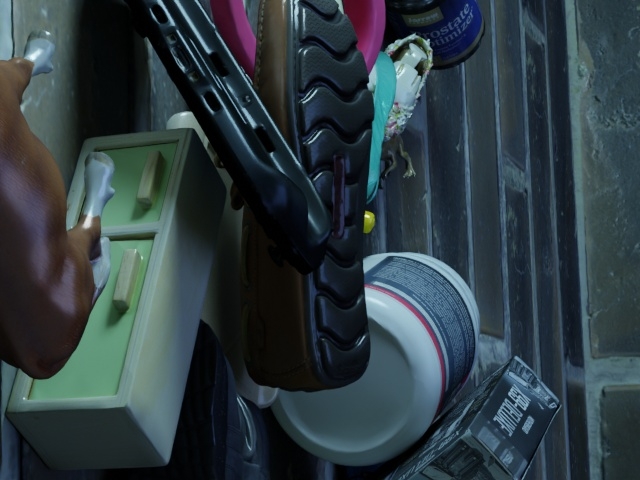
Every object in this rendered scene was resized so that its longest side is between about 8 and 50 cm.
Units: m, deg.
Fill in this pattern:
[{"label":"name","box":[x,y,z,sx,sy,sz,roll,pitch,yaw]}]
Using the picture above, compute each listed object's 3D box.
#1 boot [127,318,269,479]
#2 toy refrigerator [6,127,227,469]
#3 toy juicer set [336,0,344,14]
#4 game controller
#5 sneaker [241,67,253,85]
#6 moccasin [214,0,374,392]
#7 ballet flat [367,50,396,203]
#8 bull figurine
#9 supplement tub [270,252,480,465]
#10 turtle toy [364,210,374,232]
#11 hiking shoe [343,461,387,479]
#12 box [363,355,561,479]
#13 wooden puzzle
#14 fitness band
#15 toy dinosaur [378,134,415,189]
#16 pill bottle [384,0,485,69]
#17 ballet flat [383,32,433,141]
[{"label":"boot","box":[-0.099,0.253,1.442,0.223,0.118,0.338,65,30,-56]},{"label":"toy refrigerator","box":[-0.156,0.040,1.331,0.094,0.102,0.270,64,29,-47]},{"label":"toy juicer set","box":[-0.017,-0.343,1.901,0.209,0.089,0.329,-102,-171,-71]},{"label":"game controller","box":[-0.092,-0.115,1.409,0.319,0.067,0.166,58,10,25]},{"label":"sneaker","box":[-0.090,-0.131,1.669,0.065,0.061,0.158,-110,-179,-46]},{"label":"moccasin","box":[-0.029,-0.050,1.585,0.139,0.147,0.380,-11,98,-51]},{"label":"ballet flat","box":[0.039,-0.155,2.006,0.087,0.083,0.247,47,38,-41]},{"label":"bull figurine","box":[-0.226,-0.058,1.144,0.188,0.101,0.310,-69,148,-56]},{"label":"supplement tub","box":[0.064,0.120,1.835,0.272,0.191,0.191,-31,115,-69]},{"label":"turtle toy","box":[0.000,0.000,1.850,0.130,0.095,0.066,-48,152,-65]},{"label":"hiking shoe","box":[0.080,0.345,1.956,0.132,0.113,0.304,-34,115,-63]},{"label":"box","box":[0.095,0.267,1.741,0.076,0.307,0.242,48,21,1]},{"label":"wooden puzzle","box":[-0.099,0.024,1.613,0.238,0.044,0.221,45,44,-56]},{"label":"fitness band","box":[-0.025,-0.240,1.720,0.209,0.054,0.291,-63,142,-18]},{"label":"toy dinosaur","box":[0.091,-0.126,2.192,0.183,0.053,0.093,-59,139,-60]},{"label":"pill bottle","box":[0.140,-0.335,2.278,0.219,0.122,0.123,54,36,-57]},{"label":"ballet flat","box":[0.096,-0.207,2.164,0.091,0.077,0.241,38,28,-11]}]
